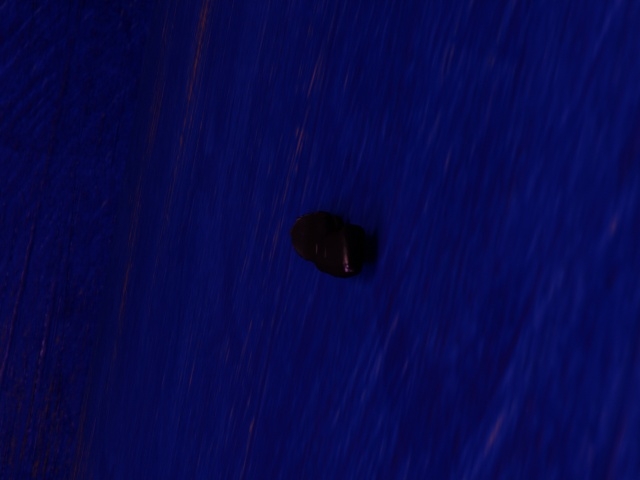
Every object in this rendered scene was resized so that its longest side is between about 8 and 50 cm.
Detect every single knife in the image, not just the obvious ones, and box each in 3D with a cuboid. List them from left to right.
[{"bbox_3d":[0.000,0.000,0.596,0.170,0.010,0.023,-168,87,-81],"label":"knife"}]
